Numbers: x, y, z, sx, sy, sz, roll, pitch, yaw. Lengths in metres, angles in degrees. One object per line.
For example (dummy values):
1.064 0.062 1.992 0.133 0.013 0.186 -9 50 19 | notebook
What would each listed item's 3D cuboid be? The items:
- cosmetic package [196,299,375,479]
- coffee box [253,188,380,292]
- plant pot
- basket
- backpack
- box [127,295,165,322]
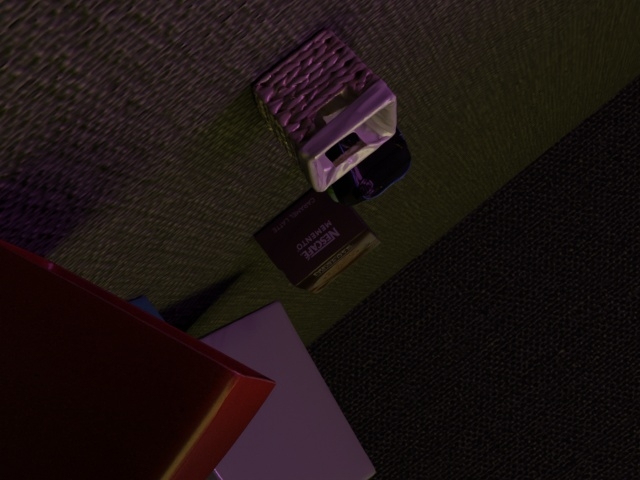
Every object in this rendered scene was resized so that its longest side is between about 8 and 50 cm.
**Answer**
-0.203 0.353 2.088 0.394 0.329 0.327 -32 175 35 | cosmetic package
0.000 0.000 2.040 0.141 0.098 0.246 -40 171 4 | coffee box
-0.222 0.163 1.175 0.235 0.267 0.267 -62 173 -5 | plant pot
0.005 -0.133 1.373 0.113 0.103 0.167 -38 172 -3 | basket
0.051 -0.108 1.705 0.114 0.105 0.084 -32 -168 -39 | backpack
-0.297 0.189 1.793 0.244 0.100 0.060 -42 172 22 | box
